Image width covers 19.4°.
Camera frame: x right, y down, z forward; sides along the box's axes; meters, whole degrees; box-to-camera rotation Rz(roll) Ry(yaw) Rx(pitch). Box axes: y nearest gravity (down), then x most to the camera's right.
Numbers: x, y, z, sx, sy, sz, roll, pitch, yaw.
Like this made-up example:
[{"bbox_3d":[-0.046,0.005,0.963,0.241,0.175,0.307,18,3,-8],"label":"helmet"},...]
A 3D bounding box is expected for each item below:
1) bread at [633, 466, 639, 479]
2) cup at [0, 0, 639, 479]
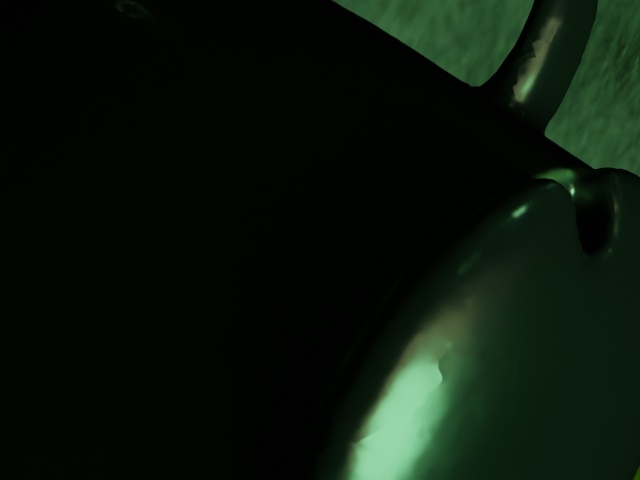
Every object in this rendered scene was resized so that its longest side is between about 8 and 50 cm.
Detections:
[{"bbox_3d":[0.182,0.180,0.900,0.166,0.112,0.383,-36,145,0],"label":"bread"},{"bbox_3d":[0.000,0.000,0.474,0.169,0.177,0.223,26,92,-54],"label":"cup"}]
